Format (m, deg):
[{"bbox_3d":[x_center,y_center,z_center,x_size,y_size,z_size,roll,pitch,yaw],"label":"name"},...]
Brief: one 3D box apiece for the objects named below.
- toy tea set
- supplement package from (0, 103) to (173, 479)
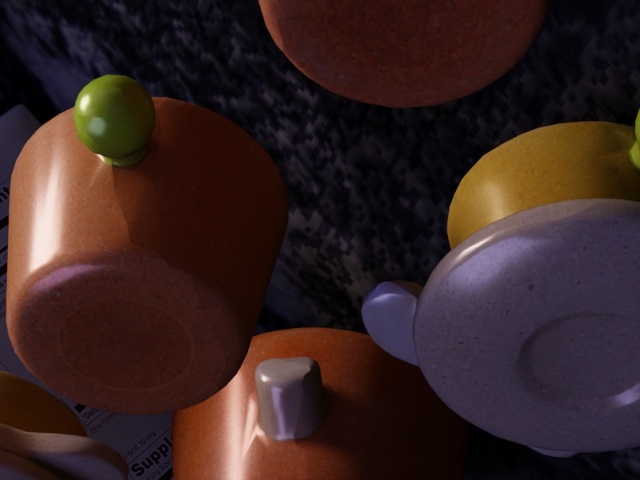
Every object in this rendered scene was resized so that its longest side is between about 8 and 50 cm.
[{"bbox_3d":[0.000,0.000,0.503,0.200,0.124,0.336,24,131,-19],"label":"toy tea set"},{"bbox_3d":[-0.121,0.100,0.702,0.203,0.149,0.194,47,147,4],"label":"supplement package"}]
